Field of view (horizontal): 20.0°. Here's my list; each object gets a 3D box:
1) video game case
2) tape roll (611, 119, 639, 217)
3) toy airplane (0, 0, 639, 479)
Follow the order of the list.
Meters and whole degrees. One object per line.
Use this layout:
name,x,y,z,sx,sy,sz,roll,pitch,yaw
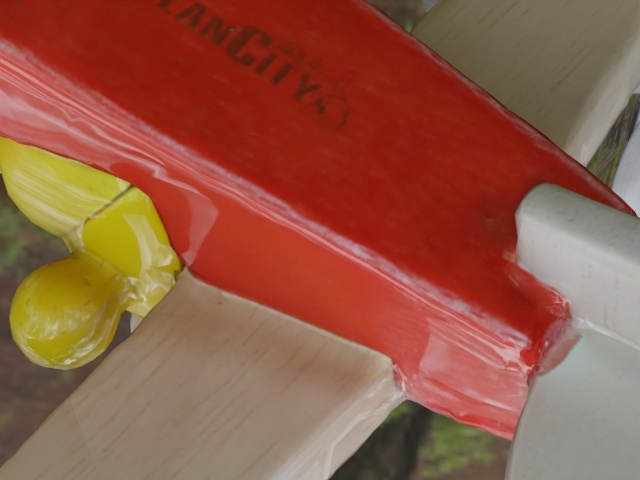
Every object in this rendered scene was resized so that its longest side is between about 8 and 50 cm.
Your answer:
video game case,0.204,-0.024,1.266,0.023,0.183,0.201,16,176,3
tape roll,0.232,-0.002,0.748,0.219,0.219,0.072,-2,-161,23
toy airplane,0.000,0.000,0.630,0.386,0.384,0.272,-5,152,-9
